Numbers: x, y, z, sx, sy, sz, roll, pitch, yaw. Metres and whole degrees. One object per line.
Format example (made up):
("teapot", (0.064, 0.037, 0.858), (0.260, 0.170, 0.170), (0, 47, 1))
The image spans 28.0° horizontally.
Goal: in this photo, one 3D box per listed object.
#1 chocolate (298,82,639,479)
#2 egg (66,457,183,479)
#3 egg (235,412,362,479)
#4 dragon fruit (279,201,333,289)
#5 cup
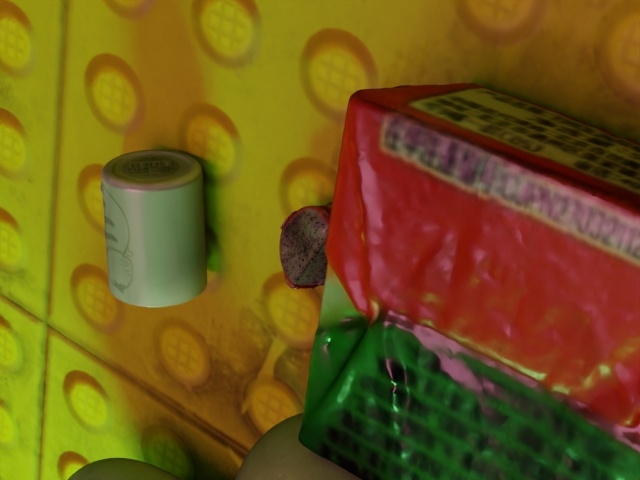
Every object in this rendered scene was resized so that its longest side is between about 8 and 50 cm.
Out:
("chocolate", (0.180, 0.079, 0.983), (0.360, 0.161, 0.341), (25, 125, 27))
("egg", (-0.158, 0.397, 1.366), (0.371, 0.230, 0.230), (54, 133, 12))
("egg", (0.010, 0.255, 1.170), (0.186, 0.253, 0.186), (-3, 116, -6))
("dragon fruit", (0.000, 0.000, 1.165), (0.060, 0.056, 0.083), (57, 131, 34))
("cup", (-0.177, -0.017, 1.268), (0.136, 0.099, 0.133), (18, 122, 31))
